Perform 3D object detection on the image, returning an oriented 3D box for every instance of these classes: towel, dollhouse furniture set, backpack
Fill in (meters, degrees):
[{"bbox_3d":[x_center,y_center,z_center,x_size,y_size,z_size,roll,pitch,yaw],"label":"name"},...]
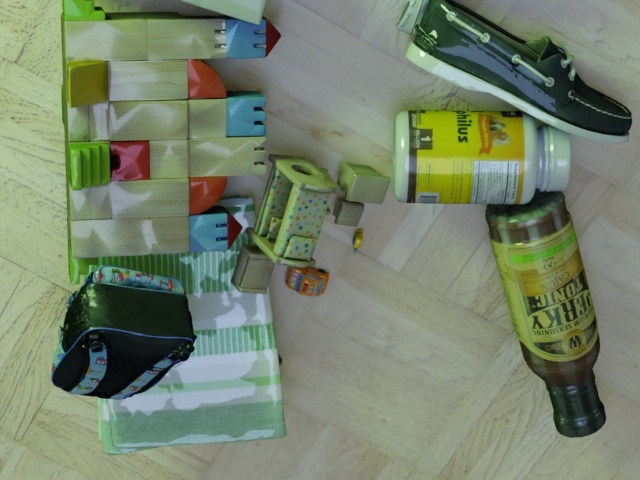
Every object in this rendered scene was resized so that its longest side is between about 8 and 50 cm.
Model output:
[{"bbox_3d":[-0.184,0.111,1.965,0.248,0.038,0.324,-6,95,2],"label":"towel"},{"bbox_3d":[0.000,0.000,1.894,0.161,0.101,0.182,5,114,-32],"label":"dollhouse furniture set"},{"bbox_3d":[-0.257,0.125,1.883,0.158,0.117,0.173,9,144,-29],"label":"backpack"}]

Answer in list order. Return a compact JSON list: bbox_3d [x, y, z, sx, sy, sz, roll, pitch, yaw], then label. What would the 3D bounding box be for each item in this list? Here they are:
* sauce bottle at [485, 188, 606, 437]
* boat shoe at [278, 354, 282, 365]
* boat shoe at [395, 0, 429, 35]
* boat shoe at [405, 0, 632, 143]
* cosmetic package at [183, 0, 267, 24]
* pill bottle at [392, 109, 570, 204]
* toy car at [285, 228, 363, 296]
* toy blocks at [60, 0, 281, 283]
[{"bbox_3d":[0.307,0.098,1.967,0.111,0.111,0.344,-16,113,8],"label":"sauce bottle"},{"bbox_3d":[-0.128,0.150,2.025,0.153,0.056,0.048,23,108,-17],"label":"boat shoe"},{"bbox_3d":[0.115,-0.300,1.834,0.035,0.035,0.100,13,120,-8],"label":"boat shoe"},{"bbox_3d":[0.257,-0.207,1.830,0.303,0.114,0.091,19,110,-15],"label":"boat shoe"},{"bbox_3d":[-0.165,-0.345,1.768,0.238,0.127,0.107,13,113,-7],"label":"cosmetic package"},{"bbox_3d":[0.199,-0.104,1.873,0.215,0.117,0.117,1,114,0],"label":"pill bottle"},{"bbox_3d":[0.003,0.027,1.976,0.060,0.040,0.122,32,111,-12],"label":"toy car"},{"bbox_3d":[-0.182,-0.133,1.849,0.261,0.191,0.381,-2,105,-12],"label":"toy blocks"}]
